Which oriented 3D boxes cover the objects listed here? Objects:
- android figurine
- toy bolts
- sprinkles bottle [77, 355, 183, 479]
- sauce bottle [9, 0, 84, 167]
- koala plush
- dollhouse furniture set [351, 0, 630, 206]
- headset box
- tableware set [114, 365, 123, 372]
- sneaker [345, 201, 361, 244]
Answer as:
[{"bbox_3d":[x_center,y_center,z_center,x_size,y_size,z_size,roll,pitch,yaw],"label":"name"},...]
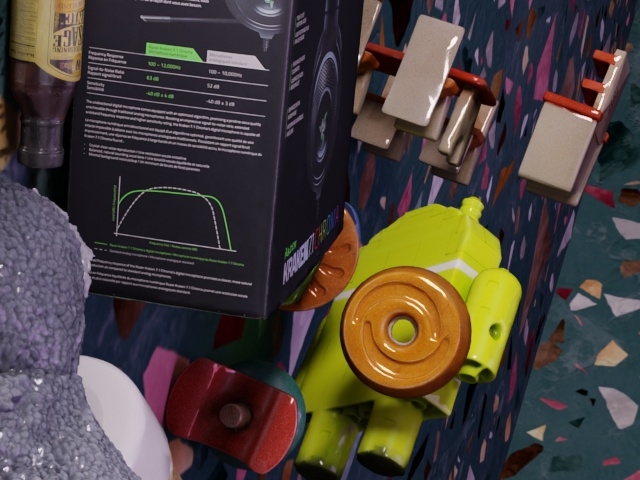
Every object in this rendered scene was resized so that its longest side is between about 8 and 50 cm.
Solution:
[{"bbox_3d":[0.068,0.078,1.360,0.056,0.248,0.273,38,56,-25],"label":"android figurine"},{"bbox_3d":[0.000,0.089,1.284,0.228,0.218,0.158,-61,169,-1],"label":"toy bolts"},{"bbox_3d":[-0.108,0.221,0.986,0.355,0.121,0.121,69,34,-45],"label":"sprinkles bottle"},{"bbox_3d":[-0.153,-0.105,0.895,0.042,0.042,0.128,-39,136,-66],"label":"sauce bottle"},{"bbox_3d":[-0.162,0.068,0.748,0.196,0.203,0.221,42,47,-71],"label":"koala plush"},{"bbox_3d":[0.134,-0.138,1.455,0.262,0.259,0.135,35,75,-74],"label":"dollhouse furniture set"},{"bbox_3d":[-0.055,-0.124,1.015,0.246,0.131,0.283,-48,144,-73],"label":"headset box"},{"bbox_3d":[-0.163,0.182,1.040,0.128,0.039,0.194,-45,137,-44],"label":"tableware set"},{"bbox_3d":[0.000,0.000,1.448,0.144,0.053,0.059,-61,153,-50],"label":"sneaker"}]
